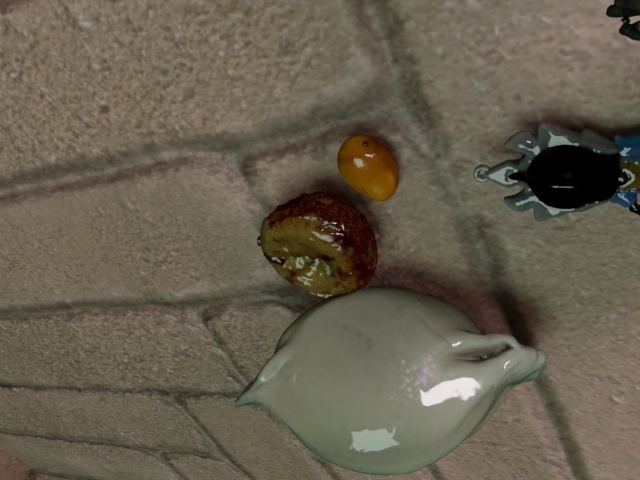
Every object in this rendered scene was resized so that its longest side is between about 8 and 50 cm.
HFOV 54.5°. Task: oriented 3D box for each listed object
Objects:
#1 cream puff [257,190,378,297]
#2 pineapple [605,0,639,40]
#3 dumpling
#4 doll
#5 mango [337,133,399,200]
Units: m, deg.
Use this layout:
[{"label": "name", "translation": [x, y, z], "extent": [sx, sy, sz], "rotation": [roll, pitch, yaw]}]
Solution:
[{"label": "cream puff", "translation": [0.000, 0.000, 0.733], "extent": [0.149, 0.084, 0.149], "rotation": [18, 141, 15]}, {"label": "pineapple", "translation": [0.286, -0.081, 0.359], "extent": [0.361, 0.202, 0.202], "rotation": [22, 145, -31]}, {"label": "dumpling", "translation": [0.090, 0.154, 0.771], "extent": [0.320, 0.270, 0.212], "rotation": [23, 119, 20]}, {"label": "doll", "translation": [0.238, -0.061, 0.560], "extent": [0.195, 0.070, 0.096], "rotation": [1, 118, 16]}, {"label": "mango", "translation": [0.053, -0.074, 0.661], "extent": [0.060, 0.046, 0.089], "rotation": [-1, 145, 31]}]
